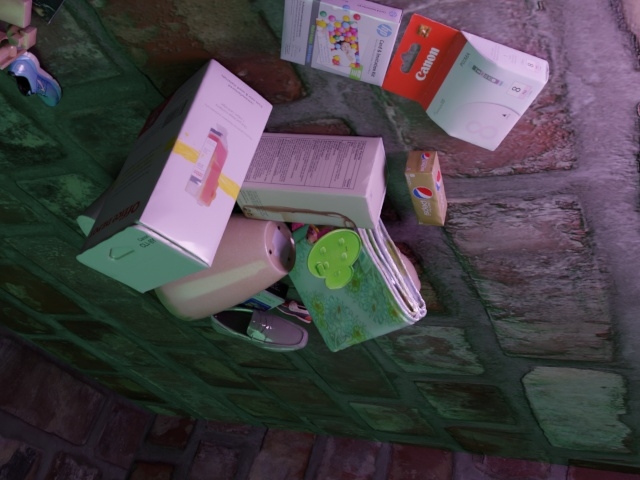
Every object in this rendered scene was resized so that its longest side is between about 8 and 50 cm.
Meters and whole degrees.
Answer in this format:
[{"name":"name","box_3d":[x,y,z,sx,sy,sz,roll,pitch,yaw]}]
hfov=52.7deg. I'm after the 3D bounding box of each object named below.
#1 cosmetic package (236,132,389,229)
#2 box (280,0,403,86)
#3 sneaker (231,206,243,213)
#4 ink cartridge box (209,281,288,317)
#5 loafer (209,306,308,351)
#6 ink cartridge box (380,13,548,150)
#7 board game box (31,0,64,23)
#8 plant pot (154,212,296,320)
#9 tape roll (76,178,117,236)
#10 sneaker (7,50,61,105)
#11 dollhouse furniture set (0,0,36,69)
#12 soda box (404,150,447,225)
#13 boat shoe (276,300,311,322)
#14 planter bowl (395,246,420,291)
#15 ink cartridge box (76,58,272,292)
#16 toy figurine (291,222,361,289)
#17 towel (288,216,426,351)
[{"name":"cosmetic package","box_3d":[-0.020,-0.126,1.344,0.296,0.153,0.129,7,150,20]},{"name":"box","box_3d":[0.030,-0.341,1.073,0.186,0.038,0.145,15,150,1]},{"name":"sneaker","box_3d":[-0.178,-0.029,1.653,0.123,0.109,0.295,38,146,-2]},{"name":"ink cartridge box","box_3d":[-0.267,0.185,2.069,0.175,0.069,0.371,29,146,-21]},{"name":"loafer","box_3d":[-0.197,0.273,2.014,0.319,0.112,0.111,9,159,10]},{"name":"ink cartridge box","box_3d":[0.232,-0.259,1.091,0.232,0.066,0.189,15,151,-6]},{"name":"board game box","box_3d":[-0.497,-0.472,1.132,0.126,0.026,0.186,35,146,-27]},{"name":"plant pot","box_3d":[-0.203,0.037,1.480,0.273,0.257,0.256,-14,139,27]},{"name":"tape roll","box_3d":[-0.463,-0.032,1.634,0.246,0.169,0.246,30,154,16]},{"name":"sneaker","box_3d":[-0.614,-0.331,1.370,0.063,0.073,0.162,9,160,15]},{"name":"dollhouse furniture set","box_3d":[-0.604,-0.425,1.228,0.144,0.123,0.151,20,127,-6]},{"name":"soda box","box_3d":[0.221,-0.105,1.341,0.058,0.061,0.181,3,147,22]},{"name":"boat shoe","box_3d":[-0.082,0.215,2.049,0.137,0.049,0.043,25,107,-10]},{"name":"planter bowl","box_3d":[0.160,0.080,1.609,0.162,0.162,0.109,-1,120,28]},{"name":"ink cartridge box","box_3d":[-0.281,-0.115,1.257,0.160,0.385,0.279,35,146,-28]},{"name":"toy figurine","box_3d":[0.000,0.000,1.439,0.130,0.159,0.173,-26,136,-11]},{"name":"towel","box_3d":[0.058,0.089,1.544,0.374,0.090,0.321,-31,83,52]}]
